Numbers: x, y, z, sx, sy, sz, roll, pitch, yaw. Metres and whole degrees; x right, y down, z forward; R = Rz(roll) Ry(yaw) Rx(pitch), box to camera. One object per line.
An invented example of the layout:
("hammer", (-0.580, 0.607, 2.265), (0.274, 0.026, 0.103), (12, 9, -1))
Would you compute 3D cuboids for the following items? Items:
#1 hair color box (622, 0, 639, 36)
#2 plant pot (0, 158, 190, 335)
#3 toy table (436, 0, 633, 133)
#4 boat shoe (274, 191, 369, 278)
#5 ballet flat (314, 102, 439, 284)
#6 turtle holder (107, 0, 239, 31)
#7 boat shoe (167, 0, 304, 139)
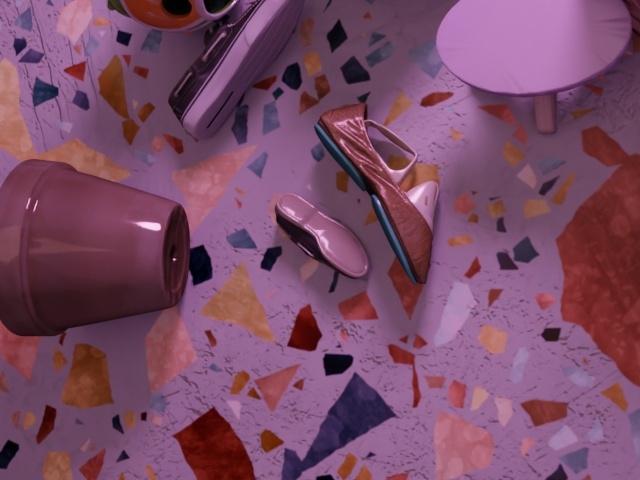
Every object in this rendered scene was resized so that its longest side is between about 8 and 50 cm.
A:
("hair color box", (0.446, -0.378, 1.134), (0.105, 0.347, 0.174), (-47, 71, 13))
("plant pot", (-0.394, 0.018, 1.512), (0.280, 0.323, 0.323), (2, 88, 6))
("toy table", (0.333, -0.299, 1.275), (0.274, 0.161, 0.252), (13, 94, 23))
("boat shoe", (0.000, 0.000, 1.467), (0.206, 0.075, 0.065), (41, 145, 14))
("ballet flat", (0.120, -0.095, 1.398), (0.124, 0.116, 0.342), (-31, 71, -2))
("turtle holder", (-0.231, -0.504, 1.501), (0.227, 0.320, 0.243), (29, 128, 25))
("boat shoe", (-0.167, -0.341, 1.509), (0.119, 0.121, 0.335), (45, 106, 14))
